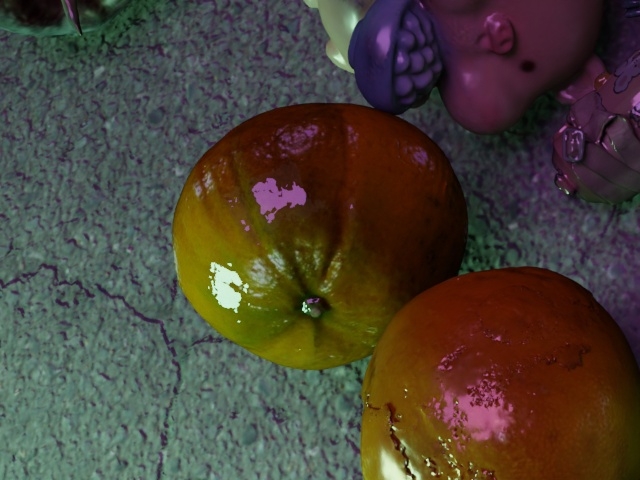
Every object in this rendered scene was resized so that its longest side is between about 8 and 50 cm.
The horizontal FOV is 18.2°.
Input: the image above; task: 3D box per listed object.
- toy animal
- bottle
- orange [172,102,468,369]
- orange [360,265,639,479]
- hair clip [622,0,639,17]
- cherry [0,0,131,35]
[{"bbox_3d":[0.112,-0.203,1.682,0.229,0.210,0.221,-23,31,-7],"label":"toy animal"},{"bbox_3d":[0.247,-0.087,1.614,0.152,0.099,0.099,-40,58,15],"label":"bottle"},{"bbox_3d":[0.000,0.000,1.604,0.240,0.240,0.171,-32,31,18],"label":"orange"},{"bbox_3d":[0.138,0.141,1.515,0.240,0.240,0.240,-10,69,28],"label":"orange"},{"bbox_3d":[0.350,-0.166,1.583,0.229,0.039,0.070,22,106,24],"label":"hair clip"},{"bbox_3d":[-0.255,-0.318,1.916,0.255,0.218,0.296,-31,47,22],"label":"cherry"}]
